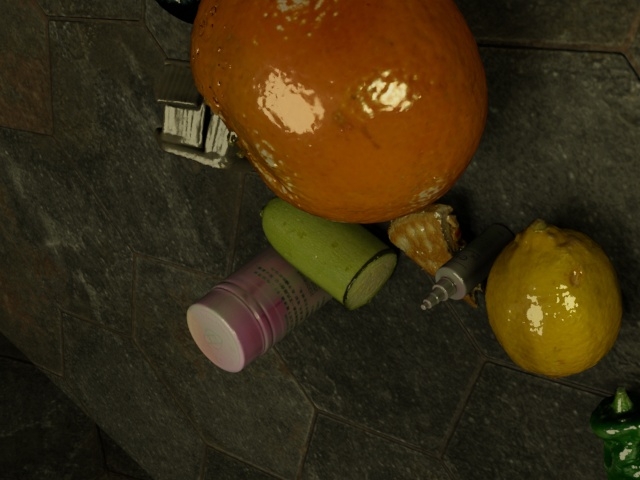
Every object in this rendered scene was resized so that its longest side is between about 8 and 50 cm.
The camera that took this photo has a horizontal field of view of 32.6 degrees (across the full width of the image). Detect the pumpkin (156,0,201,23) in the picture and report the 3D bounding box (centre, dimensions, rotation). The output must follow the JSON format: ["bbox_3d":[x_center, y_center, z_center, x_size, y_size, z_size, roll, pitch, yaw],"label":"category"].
[{"bbox_3d":[-0.199,-0.440,1.721,0.202,0.140,0.202,21,142,17],"label":"pumpkin"}]

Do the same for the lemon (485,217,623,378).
[{"bbox_3d":[0.324,0.085,1.521,0.188,0.188,0.256,17,129,41],"label":"lemon"}]

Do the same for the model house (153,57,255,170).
[{"bbox_3d":[-0.208,-0.223,1.944,0.229,0.122,0.188,19,122,20],"label":"model house"}]

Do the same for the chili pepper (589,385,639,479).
[{"bbox_3d":[0.478,0.327,1.639,0.270,0.099,0.136,64,170,-25],"label":"chili pepper"}]

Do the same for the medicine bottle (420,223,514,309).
[{"bbox_3d":[0.211,0.046,1.609,0.058,0.199,0.057,31,140,30],"label":"medicine bottle"}]

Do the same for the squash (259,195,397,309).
[{"bbox_3d":[0.000,0.000,1.882,0.247,0.132,0.132,38,143,23],"label":"squash"}]

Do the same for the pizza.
[{"bbox_3d":[0.201,0.019,1.725,0.199,0.062,0.188,53,159,-10],"label":"pizza"}]

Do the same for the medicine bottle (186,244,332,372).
[{"bbox_3d":[-0.104,0.111,1.986,0.152,0.254,0.152,31,140,30],"label":"medicine bottle"}]

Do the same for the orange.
[{"bbox_3d":[0.017,-0.213,1.457,0.424,0.326,0.424,49,165,17],"label":"orange"}]
